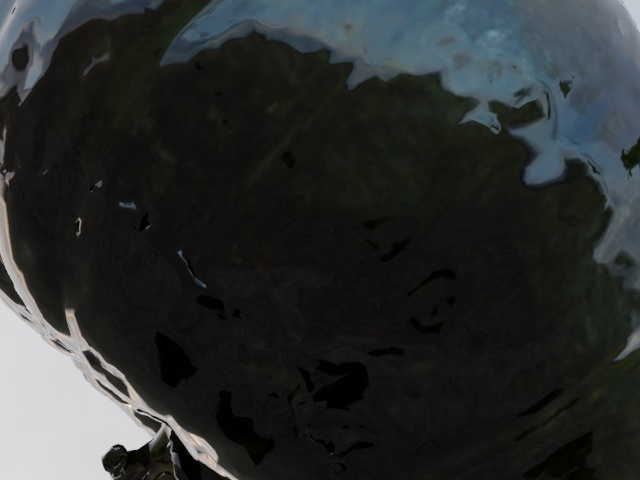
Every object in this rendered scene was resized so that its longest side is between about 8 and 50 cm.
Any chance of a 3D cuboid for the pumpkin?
[{"bbox_3d":[-0.002,0.002,0.512,0.238,0.159,0.238,37,-20,16],"label":"pumpkin"}]
